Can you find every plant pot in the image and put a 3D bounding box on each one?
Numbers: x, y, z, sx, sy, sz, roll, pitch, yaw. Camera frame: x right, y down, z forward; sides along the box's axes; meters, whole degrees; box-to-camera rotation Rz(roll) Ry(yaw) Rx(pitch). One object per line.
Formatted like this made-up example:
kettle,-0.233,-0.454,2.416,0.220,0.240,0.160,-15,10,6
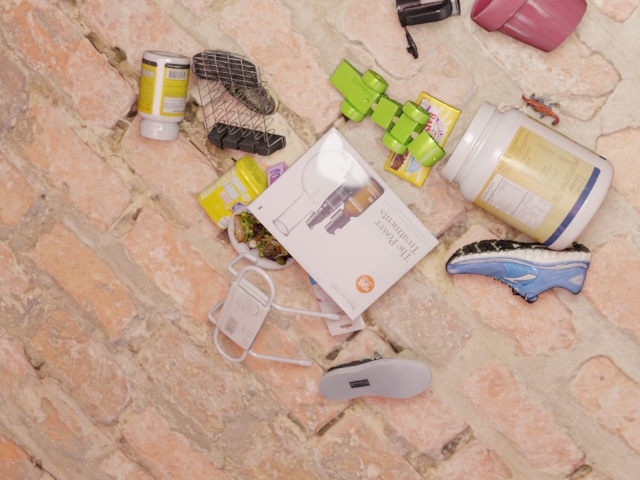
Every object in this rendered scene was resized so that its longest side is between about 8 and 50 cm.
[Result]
plant pot,0.446,-0.499,1.546,0.180,0.201,0.201,33,112,-11

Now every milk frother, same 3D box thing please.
milk frother,0.248,-0.496,1.656,0.135,0.129,0.143,-6,146,18

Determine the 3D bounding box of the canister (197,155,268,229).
canister,-0.219,-0.121,1.900,0.170,0.073,0.126,-34,96,23

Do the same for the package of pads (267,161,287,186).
package of pads,-0.108,-0.156,1.857,0.050,0.083,0.032,-20,143,22

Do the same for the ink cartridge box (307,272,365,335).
ink cartridge box,0.050,0.145,1.902,0.104,0.061,0.181,-16,100,21

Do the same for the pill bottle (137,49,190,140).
pill bottle,-0.398,-0.365,1.858,0.119,0.119,0.208,15,109,12

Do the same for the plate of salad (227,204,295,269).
plate of salad,-0.148,-0.002,1.879,0.200,0.048,0.200,10,126,14

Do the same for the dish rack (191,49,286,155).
dish rack,-0.201,-0.331,1.762,0.208,0.074,0.271,14,134,25

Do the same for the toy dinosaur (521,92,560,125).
toy dinosaur,0.496,-0.289,1.649,0.082,0.090,0.047,51,133,31

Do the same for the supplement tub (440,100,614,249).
supplement tub,0.447,-0.146,1.615,0.316,0.228,0.228,31,111,6

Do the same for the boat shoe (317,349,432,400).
boat shoe,0.147,0.349,1.911,0.306,0.105,0.113,-18,104,26

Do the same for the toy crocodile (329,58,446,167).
toy crocodile,0.154,-0.300,1.717,0.340,0.105,0.115,42,113,20

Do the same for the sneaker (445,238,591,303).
sneaker,0.458,0.079,1.730,0.330,0.130,0.147,2,103,15

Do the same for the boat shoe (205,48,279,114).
boat shoe,-0.198,-0.392,1.815,0.223,0.073,0.080,42,110,0

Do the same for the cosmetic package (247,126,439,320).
cosmetic package,0.055,-0.041,1.780,0.284,0.097,0.377,-43,94,6

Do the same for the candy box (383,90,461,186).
candy box,0.242,-0.240,1.756,0.105,0.027,0.206,28,111,6

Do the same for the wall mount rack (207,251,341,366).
wall mount rack,-0.133,0.200,1.904,0.304,0.130,0.350,37,131,11
